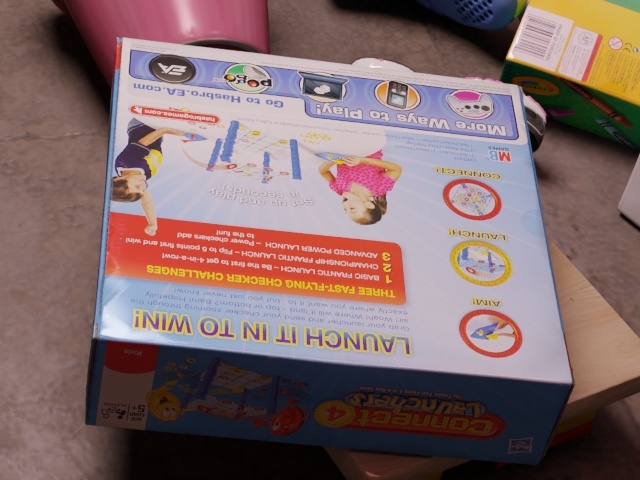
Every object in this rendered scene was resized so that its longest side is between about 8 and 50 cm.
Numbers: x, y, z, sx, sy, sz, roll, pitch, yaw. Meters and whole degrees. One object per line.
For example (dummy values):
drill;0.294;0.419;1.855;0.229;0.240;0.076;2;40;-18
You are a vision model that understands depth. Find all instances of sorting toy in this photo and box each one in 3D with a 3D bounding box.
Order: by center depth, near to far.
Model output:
sorting toy;0.065;0.069;1.272;0.257;0.089;0.255;-17;52;-29

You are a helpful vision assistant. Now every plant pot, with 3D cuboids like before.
plant pot;-0.125;-0.202;1.444;0.201;0.201;0.180;-6;63;-21

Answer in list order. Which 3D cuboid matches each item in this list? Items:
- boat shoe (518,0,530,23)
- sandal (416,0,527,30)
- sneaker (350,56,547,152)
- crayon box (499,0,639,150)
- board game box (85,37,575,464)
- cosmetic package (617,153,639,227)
boat shoe;0.279;-0.229;1.656;0.183;0.066;0.066;6;42;-9
sandal;0.051;-0.277;1.615;0.317;0.126;0.138;31;48;28
sneaker;0.101;-0.095;1.480;0.178;0.072;0.077;11;54;7
crayon box;0.284;-0.232;1.571;0.165;0.081;0.278;21;69;6
board game box;0.000;0.000;1.197;0.308;0.086;0.302;6;44;-8
cosmetic package;0.379;-0.053;1.437;0.151;0.151;0.184;-27;57;-37
